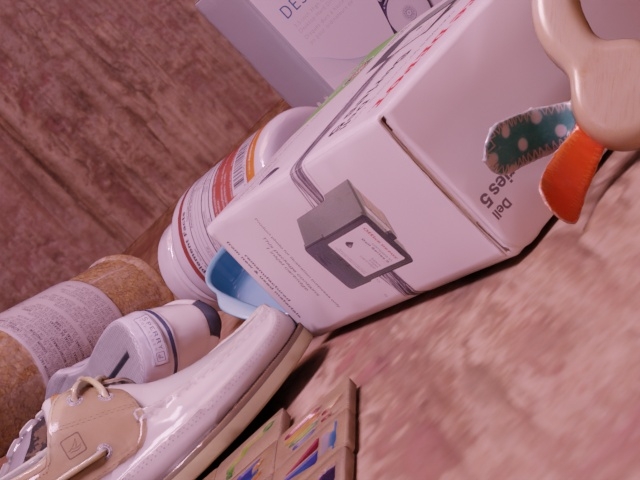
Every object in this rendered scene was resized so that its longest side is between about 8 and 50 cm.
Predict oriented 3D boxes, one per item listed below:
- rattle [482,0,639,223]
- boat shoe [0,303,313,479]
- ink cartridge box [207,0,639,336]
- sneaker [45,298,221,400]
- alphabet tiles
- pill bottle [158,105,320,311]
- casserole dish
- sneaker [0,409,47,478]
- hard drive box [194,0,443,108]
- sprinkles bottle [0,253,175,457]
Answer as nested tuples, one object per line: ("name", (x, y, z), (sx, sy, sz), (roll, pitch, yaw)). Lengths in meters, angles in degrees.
("rattle", (0.167, -0.095, 0.943), (0.143, 0.130, 0.200), (100, -172, -86))
("boat shoe", (-0.139, 0.138, 1.105), (0.302, 0.103, 0.113), (-43, 0, -7))
("ink cartridge box", (0.072, -0.063, 1.069), (0.198, 0.115, 0.273), (-48, 9, -26))
("sneaker", (-0.153, 0.125, 1.402), (0.091, 0.094, 0.258), (-14, -14, -32))
("alphabet tiles", (-0.107, 0.214, 0.926), (0.342, 0.011, 0.285), (-43, 9, 10))
("pill bottle", (-0.048, -0.017, 1.404), (0.121, 0.121, 0.216), (-50, 10, -37))
("casserole dish", (0.000, 0.000, 1.238), (0.114, 0.037, 0.188), (18, 55, 41))
("sneaker", (-0.205, 0.212, 1.214), (0.229, 0.086, 0.132), (-56, 15, -8))
("hard drive box", (0.019, -0.225, 1.737), (0.181, 0.232, 0.089), (-49, 9, -24))
("sprinkles bottle", (-0.269, 0.118, 1.557), (0.121, 0.121, 0.355), (-39, -3, 33))
